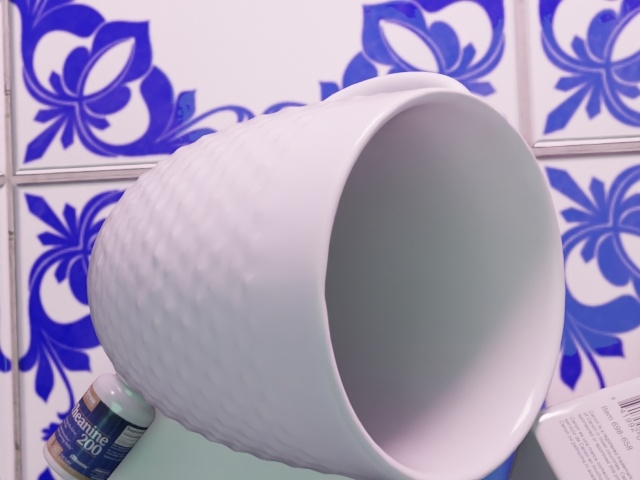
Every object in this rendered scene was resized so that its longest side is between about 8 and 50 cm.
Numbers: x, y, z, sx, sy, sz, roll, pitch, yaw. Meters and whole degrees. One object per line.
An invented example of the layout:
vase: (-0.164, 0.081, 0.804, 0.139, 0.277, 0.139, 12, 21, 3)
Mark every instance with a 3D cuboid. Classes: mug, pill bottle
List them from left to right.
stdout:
pill bottle: (-0.196, 0.167, 0.990, 0.067, 0.067, 0.120, 39, 94, 7)
mug: (0.000, 0.000, 0.862, 0.328, 0.276, 0.374, -2, 47, 44)

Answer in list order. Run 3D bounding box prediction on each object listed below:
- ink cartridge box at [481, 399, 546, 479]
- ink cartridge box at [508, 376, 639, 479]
ink cartridge box: (0.153, 0.221, 0.934, 0.097, 0.046, 0.207, -4, 79, 8)
ink cartridge box: (0.313, 0.198, 0.814, 0.273, 0.114, 0.197, -16, 52, -12)
